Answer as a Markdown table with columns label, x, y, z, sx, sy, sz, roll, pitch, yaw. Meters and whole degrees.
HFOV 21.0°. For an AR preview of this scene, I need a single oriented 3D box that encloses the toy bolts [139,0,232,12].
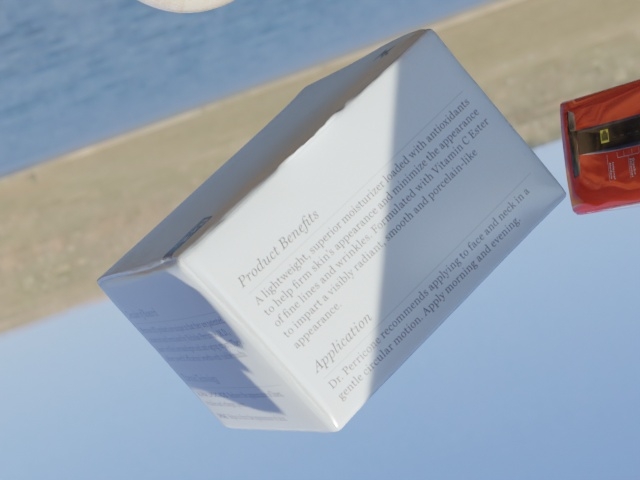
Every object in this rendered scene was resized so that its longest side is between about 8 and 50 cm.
| label | x | y | z | sx | sy | sz | roll | pitch | yaw |
| --- | --- | --- | --- | --- | --- | --- | --- | --- | --- |
| toy bolts | 0.027 | -0.149 | 0.542 | 0.228 | 0.218 | 0.158 | -40 | 160 | -52 |

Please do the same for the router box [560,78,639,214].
| label | x | y | z | sx | sy | sz | roll | pitch | yaw |
| --- | --- | --- | --- | --- | --- | --- | --- | --- | --- |
| router box | 0.373 | -0.085 | 1.112 | 0.335 | 0.082 | 0.301 | -7 | 178 | -21 |

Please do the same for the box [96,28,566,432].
| label | x | y | z | sx | sy | sz | roll | pitch | yaw |
| --- | --- | --- | --- | --- | --- | --- | --- | --- | --- |
| box | 0.000 | 0.000 | 0.922 | 0.181 | 0.119 | 0.182 | -44 | -170 | -18 |
